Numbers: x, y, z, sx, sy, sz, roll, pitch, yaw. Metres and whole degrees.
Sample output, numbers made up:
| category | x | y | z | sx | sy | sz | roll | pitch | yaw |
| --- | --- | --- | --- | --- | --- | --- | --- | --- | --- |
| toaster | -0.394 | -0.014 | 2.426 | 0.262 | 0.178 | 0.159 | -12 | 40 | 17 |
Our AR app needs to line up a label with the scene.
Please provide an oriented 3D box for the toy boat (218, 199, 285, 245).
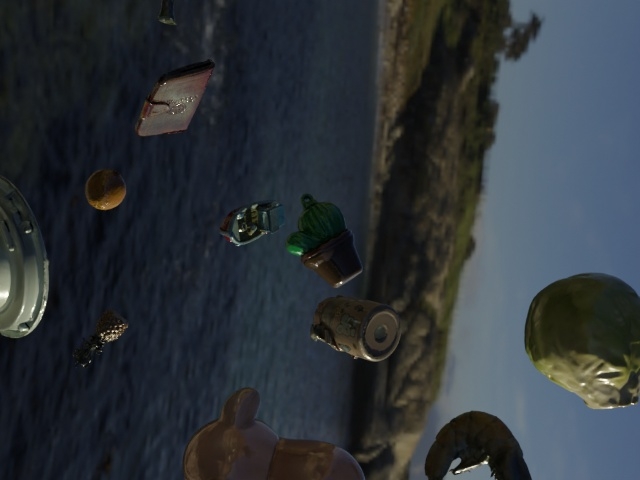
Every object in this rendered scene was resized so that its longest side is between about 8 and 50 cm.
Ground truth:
| category | x | y | z | sx | sy | sz | roll | pitch | yaw |
| --- | --- | --- | --- | --- | --- | --- | --- | --- | --- |
| toy boat | -0.126 | -0.034 | 1.924 | 0.173 | 0.059 | 0.069 | -24 | 114 | -51 |

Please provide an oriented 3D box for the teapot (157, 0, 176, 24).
| category | x | y | z | sx | sy | sz | roll | pitch | yaw |
| --- | --- | --- | --- | --- | --- | --- | --- | --- | --- |
| teapot | -0.268 | -0.437 | 1.809 | 0.043 | 0.043 | 0.110 | 67 | 25 | -79 |

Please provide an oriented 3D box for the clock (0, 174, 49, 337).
| category | x | y | z | sx | sy | sz | roll | pitch | yaw |
| --- | --- | --- | --- | --- | --- | --- | --- | --- | --- |
| clock | -0.455 | 0.023 | 1.395 | 0.053 | 0.236 | 0.236 | -17 | 118 | -47 |

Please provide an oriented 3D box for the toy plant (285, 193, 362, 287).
| category | x | y | z | sx | sy | sz | roll | pitch | yaw |
| --- | --- | --- | --- | --- | --- | --- | --- | --- | --- |
| toy plant | 0.000 | 0.000 | 2.084 | 0.200 | 0.143 | 0.105 | 56 | -19 | 9 |

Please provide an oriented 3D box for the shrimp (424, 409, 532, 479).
| category | x | y | z | sx | sy | sz | roll | pitch | yaw |
| --- | --- | --- | --- | --- | --- | --- | --- | --- | --- |
| shrimp | 0.238 | 0.362 | 1.505 | 0.051 | 0.150 | 0.217 | 65 | 1 | -72 |

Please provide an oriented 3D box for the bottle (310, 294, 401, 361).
| category | x | y | z | sx | sy | sz | roll | pitch | yaw |
| --- | --- | --- | --- | --- | --- | --- | --- | --- | --- |
| bottle | 0.044 | 0.133 | 1.607 | 0.099 | 0.152 | 0.099 | -9 | 104 | -40 |

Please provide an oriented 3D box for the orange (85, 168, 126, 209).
| category | x | y | z | sx | sy | sz | roll | pitch | yaw |
| --- | --- | --- | --- | --- | --- | --- | --- | --- | --- |
| orange | -0.423 | -0.100 | 2.011 | 0.085 | 0.085 | 0.085 | 5 | 90 | -85 |

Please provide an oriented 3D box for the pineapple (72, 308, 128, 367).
| category | x | y | z | sx | sy | sz | roll | pitch | yaw |
| --- | --- | --- | --- | --- | --- | --- | --- | --- | --- |
| pineapple | -0.423 | 0.192 | 1.957 | 0.124 | 0.058 | 0.058 | -52 | 173 | -1 |

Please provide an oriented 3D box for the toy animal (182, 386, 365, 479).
| category | x | y | z | sx | sy | sz | roll | pitch | yaw |
| --- | --- | --- | --- | --- | --- | --- | --- | --- | --- |
| toy animal | -0.087 | 0.421 | 1.804 | 0.269 | 0.326 | 0.237 | 52 | 47 | -46 |

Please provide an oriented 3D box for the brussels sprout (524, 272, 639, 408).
| category | x | y | z | sx | sy | sz | roll | pitch | yaw |
| --- | --- | --- | --- | --- | --- | --- | --- | --- | --- |
| brussels sprout | 0.578 | 0.211 | 2.217 | 0.243 | 0.274 | 0.316 | -37 | -142 | 54 |

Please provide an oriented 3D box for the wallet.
| category | x | y | z | sx | sy | sz | roll | pitch | yaw |
| --- | --- | --- | --- | --- | --- | --- | --- | --- | --- |
| wallet | -0.315 | -0.292 | 2.173 | 0.031 | 0.137 | 0.255 | 64 | -29 | 15 |
